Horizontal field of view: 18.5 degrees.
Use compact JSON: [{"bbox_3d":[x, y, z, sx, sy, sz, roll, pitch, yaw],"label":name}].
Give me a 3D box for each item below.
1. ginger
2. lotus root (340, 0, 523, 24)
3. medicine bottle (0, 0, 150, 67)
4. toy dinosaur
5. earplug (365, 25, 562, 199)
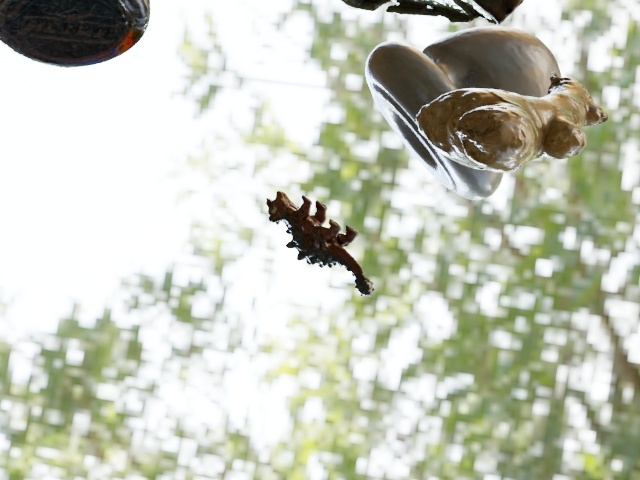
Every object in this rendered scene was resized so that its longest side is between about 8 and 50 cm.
[{"bbox_3d":[0.190,-0.112,1.893,0.334,0.148,0.081,-16,-78,-57],"label":"ginger"},{"bbox_3d":[0.092,-0.273,1.800,0.119,0.235,0.138,47,-114,-32],"label":"lotus root"},{"bbox_3d":[-0.165,-0.255,1.293,0.141,0.141,0.293,72,-170,-55],"label":"medicine bottle"},{"bbox_3d":[0.000,0.000,1.846,0.055,0.154,0.049,-51,-31,9],"label":"toy dinosaur"},{"bbox_3d":[0.169,-0.159,2.287,0.175,0.214,0.325,-42,-8,26],"label":"earplug"}]
